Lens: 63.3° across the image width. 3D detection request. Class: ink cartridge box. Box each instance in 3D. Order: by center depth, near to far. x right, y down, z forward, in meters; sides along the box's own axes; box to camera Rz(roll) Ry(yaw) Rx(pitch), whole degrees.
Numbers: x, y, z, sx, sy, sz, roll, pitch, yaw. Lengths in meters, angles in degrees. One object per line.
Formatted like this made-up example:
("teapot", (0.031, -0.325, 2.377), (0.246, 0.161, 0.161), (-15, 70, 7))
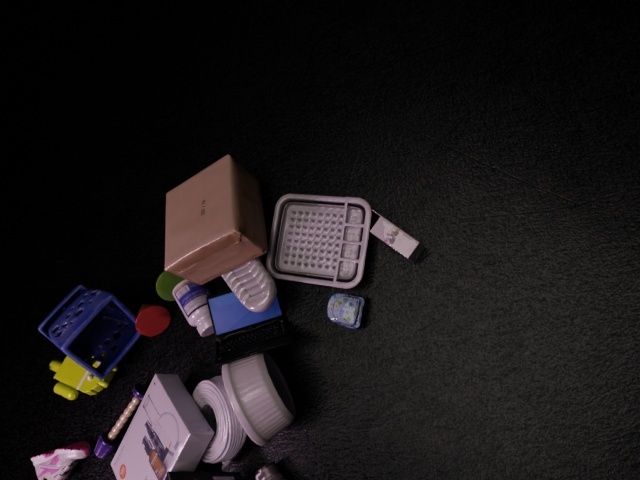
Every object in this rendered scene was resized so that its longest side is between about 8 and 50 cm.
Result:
("ink cartridge box", (0.219, -0.013, 1.567), (0.181, 0.104, 0.062), (38, 94, 23))

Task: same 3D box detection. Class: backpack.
("backpack", (0.078, 0.212, 1.590), (0.114, 0.084, 0.105), (9, 81, 24))

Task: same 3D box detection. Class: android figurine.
("android figurine", (-0.852, 0.454, 1.882), (0.272, 0.056, 0.248), (16, 65, 24))

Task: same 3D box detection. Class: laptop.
("laptop", (-0.231, 0.245, 1.619), (0.234, 0.264, 0.137), (-17, 105, -6))

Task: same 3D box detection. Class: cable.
("cable", (-0.328, 0.561, 1.631), (0.257, 0.089, 0.257), (-52, 53, 31))

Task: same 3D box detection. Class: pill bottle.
("pill bottle", (-0.411, 0.225, 1.756), (0.112, 0.112, 0.187), (-39, 70, 10))

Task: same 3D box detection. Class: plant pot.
("plant pot", (-0.798, 0.304, 1.794), (0.212, 0.236, 0.236), (16, 57, 31))

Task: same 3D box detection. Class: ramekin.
("ramekin", (-0.176, 0.455, 1.551), (0.127, 0.273, 0.273), (-28, 71, -1))

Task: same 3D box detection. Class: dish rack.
("dish rack", (0.000, 0.000, 1.666), (0.332, 0.072, 0.286), (6, 83, 21))

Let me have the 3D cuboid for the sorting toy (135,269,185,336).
("sorting toy", (-0.550, 0.154, 1.843), (0.126, 0.127, 0.366), (31, 91, 49))

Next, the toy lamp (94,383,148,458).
("toy lamp", (-0.690, 0.633, 1.804), (0.080, 0.080, 0.275), (37, 94, 22))

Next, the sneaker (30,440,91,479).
("sneaker", (-0.915, 0.796, 1.853), (0.252, 0.103, 0.111), (-23, 77, 22))

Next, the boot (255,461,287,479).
("boot", (-0.169, 0.864, 1.563), (0.222, 0.118, 0.338), (31, 85, 29))

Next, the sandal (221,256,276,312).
("sandal", (-0.252, 0.083, 1.720), (0.169, 0.102, 0.416), (-37, 51, 10))

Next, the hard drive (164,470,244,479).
("hard drive", (-0.384, 0.858, 1.552), (0.064, 0.236, 0.339), (25, 101, 62))

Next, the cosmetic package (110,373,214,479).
("cosmetic package", (-0.512, 0.664, 1.648), (0.284, 0.097, 0.377), (38, 104, 45))

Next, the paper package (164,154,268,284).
("paper package", (-0.346, -0.062, 1.688), (0.309, 0.168, 0.325), (-26, 53, 21))
